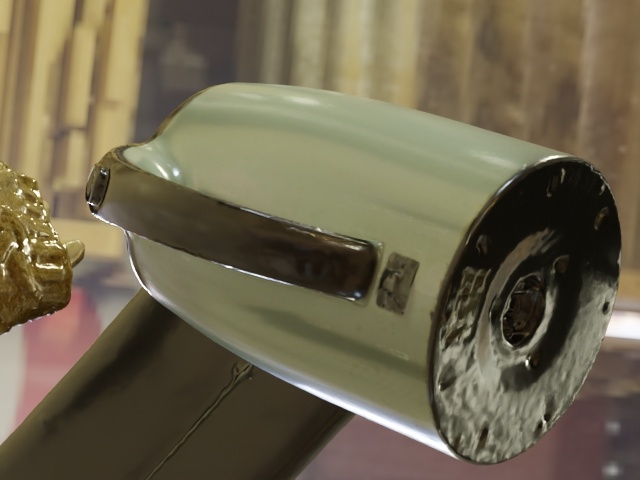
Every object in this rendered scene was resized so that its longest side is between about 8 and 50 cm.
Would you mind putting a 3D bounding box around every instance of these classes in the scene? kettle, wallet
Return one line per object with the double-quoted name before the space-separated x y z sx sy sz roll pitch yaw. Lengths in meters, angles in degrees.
"kettle" 0.000 0.000 1.013 0.236 0.221 0.161 22 -81 37
"wallet" -0.167 0.206 1.729 0.406 0.228 0.062 -48 158 3

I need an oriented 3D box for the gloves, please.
"gloves" -0.347 0.013 1.552 0.155 0.356 0.203 27 -67 49
